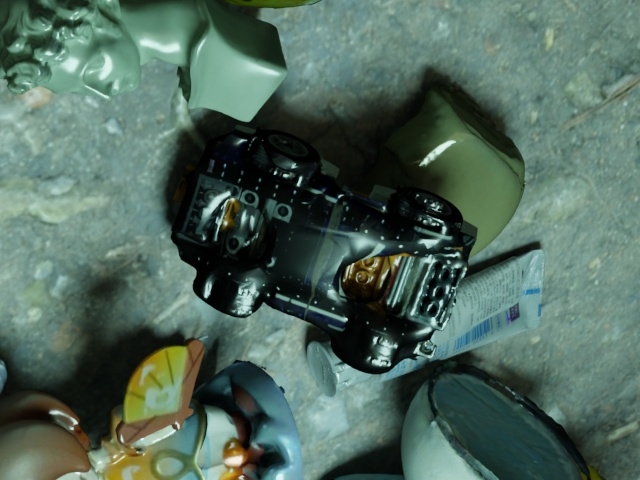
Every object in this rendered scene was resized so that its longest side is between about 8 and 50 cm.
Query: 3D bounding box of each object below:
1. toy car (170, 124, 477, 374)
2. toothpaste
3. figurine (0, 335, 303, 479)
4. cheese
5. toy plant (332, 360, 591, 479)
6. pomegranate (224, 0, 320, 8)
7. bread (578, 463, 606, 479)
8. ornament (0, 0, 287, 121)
[{"bbox_3d":[-0.001,-0.001,1.401,0.301,0.118,0.193,23,114,2],"label":"toy car"},{"bbox_3d":[0.129,0.097,1.602,0.299,0.073,0.114,-18,125,-24],"label":"toothpaste"},{"bbox_3d":[-0.241,0.214,1.402,0.388,0.248,0.276,-9,117,-32],"label":"figurine"},{"bbox_3d":[0.120,-0.048,1.497,0.202,0.091,0.175,-47,124,5],"label":"cheese"},{"bbox_3d":[0.126,0.330,1.622,0.247,0.247,0.332,20,119,-32],"label":"toy plant"},{"bbox_3d":[-0.038,-0.336,1.179,0.231,0.231,0.286,9,113,-29],"label":"pomegranate"},{"bbox_3d":[0.298,0.381,1.638,0.109,0.380,0.185,33,105,-28],"label":"bread"},{"bbox_3d":[-0.162,-0.187,1.276,0.285,0.130,0.120,-2,134,-33],"label":"ornament"}]
